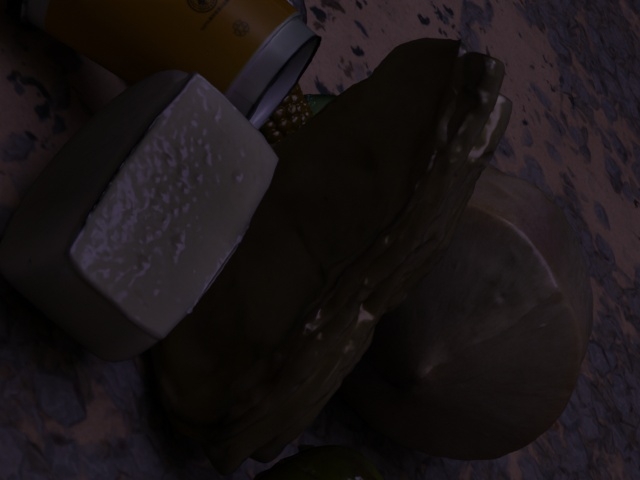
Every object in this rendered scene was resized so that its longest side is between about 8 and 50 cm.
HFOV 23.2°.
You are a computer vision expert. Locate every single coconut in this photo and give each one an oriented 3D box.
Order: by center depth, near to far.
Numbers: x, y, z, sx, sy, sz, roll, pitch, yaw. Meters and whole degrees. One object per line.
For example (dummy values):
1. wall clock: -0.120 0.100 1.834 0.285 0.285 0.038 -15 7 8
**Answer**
1. coconut: 0.135 0.078 1.591 0.329 0.329 0.328 34 41 -36

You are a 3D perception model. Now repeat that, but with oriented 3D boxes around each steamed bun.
1. steamed bun: -0.163 -0.021 1.336 0.146 0.164 0.241 45 58 -25
2. steamed bun: 0.000 0.000 1.435 0.247 0.428 0.189 35 1 34

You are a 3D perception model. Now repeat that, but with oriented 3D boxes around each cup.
1. cup: -0.147 -0.219 1.438 0.280 0.196 0.196 38 34 2

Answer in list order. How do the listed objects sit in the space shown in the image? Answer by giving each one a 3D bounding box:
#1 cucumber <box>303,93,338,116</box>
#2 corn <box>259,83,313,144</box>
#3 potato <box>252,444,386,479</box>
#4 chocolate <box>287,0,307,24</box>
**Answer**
1. cucumber: 0.033 -0.102 1.774 0.244 0.063 0.115 24 56 -45
2. corn: -0.080 -0.158 1.611 0.321 0.119 0.119 60 32 -2
3. potato: -0.025 0.298 1.329 0.176 0.141 0.298 50 43 -11
4. chocolate: -0.078 -0.307 1.740 0.110 0.110 0.248 9 59 -51
